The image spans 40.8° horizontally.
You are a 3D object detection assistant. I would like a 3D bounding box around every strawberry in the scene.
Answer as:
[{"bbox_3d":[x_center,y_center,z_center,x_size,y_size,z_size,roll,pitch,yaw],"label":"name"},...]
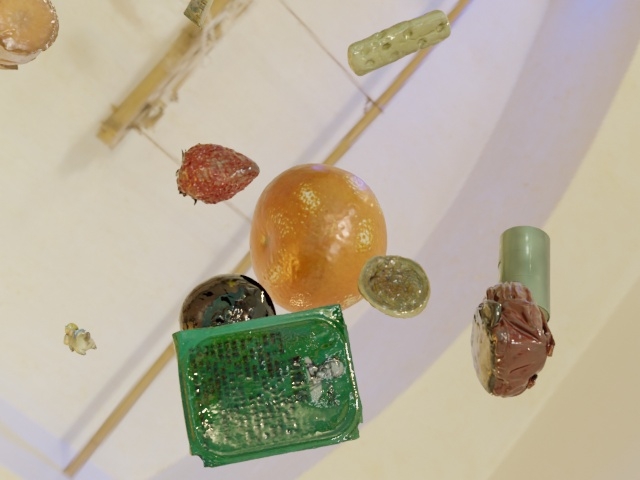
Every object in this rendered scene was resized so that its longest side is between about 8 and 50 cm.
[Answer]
[{"bbox_3d":[-0.199,-0.130,1.618,0.148,0.131,0.131,-24,-153,27],"label":"strawberry"}]

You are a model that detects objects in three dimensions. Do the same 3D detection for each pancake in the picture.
[{"bbox_3d":[0.135,0.080,1.560,0.139,0.139,0.022,-59,171,-33],"label":"pancake"}]

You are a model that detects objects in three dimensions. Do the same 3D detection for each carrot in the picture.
[{"bbox_3d":[-0.659,-0.453,1.812,0.196,0.196,0.254,-50,-154,-6],"label":"carrot"}]

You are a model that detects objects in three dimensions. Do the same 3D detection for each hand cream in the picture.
[{"bbox_3d":[-0.244,-0.528,1.843,0.143,0.061,0.039,-55,164,29],"label":"hand cream"}]

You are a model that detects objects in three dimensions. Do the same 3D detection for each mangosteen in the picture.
[{"bbox_3d":[-0.209,0.190,1.971,0.228,0.228,0.265,-50,178,-7],"label":"mangosteen"}]

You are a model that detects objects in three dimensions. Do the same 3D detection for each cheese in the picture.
[{"bbox_3d":[0.138,-0.352,1.524,0.194,0.065,0.043,-22,-131,-5],"label":"cheese"}]

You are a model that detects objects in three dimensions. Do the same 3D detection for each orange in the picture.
[{"bbox_3d":[0.000,0.000,2.287,0.424,0.326,0.424,-10,-102,60],"label":"orange"}]

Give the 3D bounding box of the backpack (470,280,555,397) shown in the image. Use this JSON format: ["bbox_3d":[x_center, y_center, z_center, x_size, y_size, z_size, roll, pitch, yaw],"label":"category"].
[{"bbox_3d":[0.369,0.184,1.691,0.229,0.139,0.229,1,90,-88],"label":"backpack"}]

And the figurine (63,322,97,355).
[{"bbox_3d":[-0.492,0.195,1.747,0.083,0.050,0.047,17,-154,31],"label":"figurine"}]

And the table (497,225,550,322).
[{"bbox_3d":[0.484,0.088,2.046,0.126,0.126,0.220,-29,-141,44],"label":"table"}]

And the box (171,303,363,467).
[{"bbox_3d":[-0.101,0.282,1.673,0.337,0.264,0.106,-9,171,-6],"label":"box"}]
